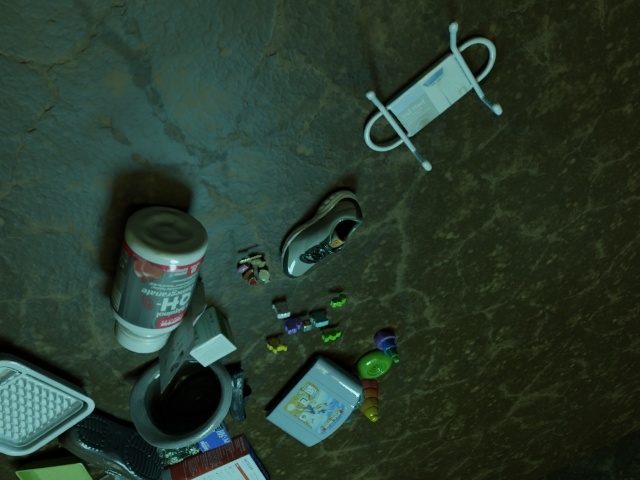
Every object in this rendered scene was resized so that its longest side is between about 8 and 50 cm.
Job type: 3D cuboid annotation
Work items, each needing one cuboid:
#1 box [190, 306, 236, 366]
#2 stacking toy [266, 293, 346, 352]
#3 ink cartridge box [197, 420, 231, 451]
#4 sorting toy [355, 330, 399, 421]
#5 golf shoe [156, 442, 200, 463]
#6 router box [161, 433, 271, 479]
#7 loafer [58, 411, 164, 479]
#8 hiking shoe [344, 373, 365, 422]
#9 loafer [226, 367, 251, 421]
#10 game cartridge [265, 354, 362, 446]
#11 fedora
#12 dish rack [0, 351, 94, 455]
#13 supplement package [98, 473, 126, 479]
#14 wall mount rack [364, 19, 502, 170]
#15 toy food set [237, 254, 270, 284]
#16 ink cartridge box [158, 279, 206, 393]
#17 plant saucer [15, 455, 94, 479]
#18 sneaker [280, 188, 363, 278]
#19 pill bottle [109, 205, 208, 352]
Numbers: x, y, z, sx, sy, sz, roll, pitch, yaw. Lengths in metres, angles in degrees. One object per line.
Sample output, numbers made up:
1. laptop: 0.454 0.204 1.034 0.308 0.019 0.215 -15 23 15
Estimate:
1. box: -0.289 0.249 1.683 0.102 0.101 0.087 -29 137 3
2. stacking toy: -0.038 0.226 1.822 0.221 0.052 0.167 -10 135 -20
3. ink cartridge box: -0.348 0.567 1.990 0.097 0.046 0.207 -19 136 -6
4. sorting toy: 0.185 0.450 2.076 0.127 0.126 0.366 -3 132 -22
5. golf shoe: -0.432 0.588 1.937 0.105 0.120 0.273 -23 155 -13
6. router box: -0.342 0.824 2.205 0.301 0.082 0.336 -22 136 -5
7. loafer: -0.595 0.596 1.865 0.130 0.134 0.366 -18 132 28
8. hiking shoe: 0.066 0.518 2.079 0.114 0.086 0.227 -4 131 -25
9. loafer: -0.240 0.459 1.919 0.078 0.076 0.223 -11 131 -5
10. game cartridge: -0.012 0.509 2.024 0.198 0.062 0.297 37 113 -4
11. fedora: -0.363 0.427 1.763 0.275 0.244 0.124 -35 165 -4
12. dish rack: -0.772 0.404 1.623 0.285 0.072 0.333 -35 135 7
13. supplement package: -0.650 0.865 2.051 0.194 0.149 0.203 -33 137 7
14. wall mount rack: 0.234 -0.315 1.386 0.350 0.130 0.304 -39 135 11
15. toy food set: -0.171 0.074 1.638 0.077 0.019 0.122 -17 143 -9
16. ink cartridge box: -0.329 0.228 1.556 0.056 0.225 0.181 19 121 -32
17. plant saucer: -0.755 0.684 1.889 0.188 0.045 0.188 -6 134 -1
18. sneaker: 0.000 0.000 1.585 0.100 0.108 0.271 21 120 -40
19. pill bottle: -0.371 0.097 1.451 0.176 0.176 0.319 3 129 -27
